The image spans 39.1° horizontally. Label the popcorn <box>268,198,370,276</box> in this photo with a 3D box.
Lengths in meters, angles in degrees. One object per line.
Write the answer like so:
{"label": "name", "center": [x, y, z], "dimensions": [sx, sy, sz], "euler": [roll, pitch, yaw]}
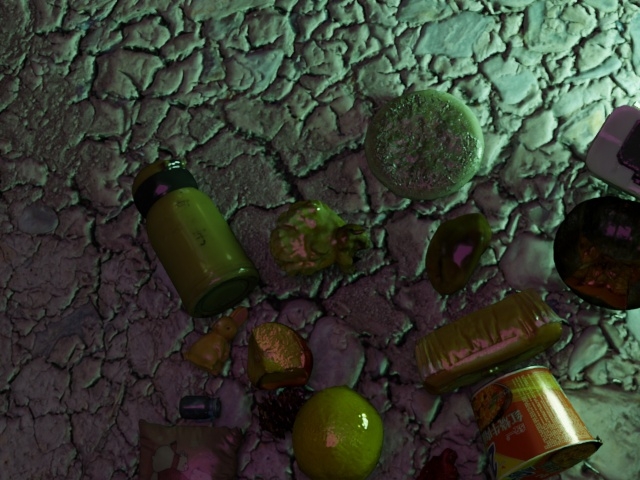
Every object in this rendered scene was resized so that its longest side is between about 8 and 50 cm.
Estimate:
{"label": "popcorn", "center": [-0.006, 0.006, 1.862], "dimensions": [0.195, 0.173, 0.168], "euler": [24, 46, 17]}

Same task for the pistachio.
{"label": "pistachio", "center": [0.277, 0.018, 1.839], "dimensions": [0.110, 0.100, 0.189], "euler": [30, 82, 13]}

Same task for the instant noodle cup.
{"label": "instant noodle cup", "center": [0.386, 0.342, 1.672], "dimensions": [0.213, 0.213, 0.174], "euler": [-22, 62, 3]}

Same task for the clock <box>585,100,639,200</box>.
{"label": "clock", "center": [0.638, -0.157, 1.728], "dimensions": [0.235, 0.309, 0.166], "euler": [30, 103, 10]}

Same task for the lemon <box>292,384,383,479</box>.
{"label": "lemon", "center": [0.035, 0.374, 1.732], "dimensions": [0.178, 0.178, 0.203], "euler": [4, 61, 12]}

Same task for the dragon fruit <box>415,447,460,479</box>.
{"label": "dragon fruit", "center": [0.233, 0.466, 1.724], "dimensions": [0.097, 0.063, 0.131], "euler": [33, 81, 18]}

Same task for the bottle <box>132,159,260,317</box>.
{"label": "bottle", "center": [-0.281, -0.019, 1.921], "dimensions": [0.172, 0.171, 0.351], "euler": [-32, 67, -1]}

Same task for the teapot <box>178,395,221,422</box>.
{"label": "teapot", "center": [-0.249, 0.345, 1.851], "dimensions": [0.083, 0.063, 0.049], "euler": [-2, 92, 9]}

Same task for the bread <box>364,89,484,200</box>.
{"label": "bread", "center": [0.222, -0.212, 1.954], "dimensions": [0.267, 0.040, 0.266], "euler": [-3, 72, 10]}

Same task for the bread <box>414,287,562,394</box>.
{"label": "bread", "center": [0.318, 0.200, 1.748], "dimensions": [0.288, 0.152, 0.119], "euler": [-25, 64, 1]}

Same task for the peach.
{"label": "peach", "center": [-0.082, 0.232, 1.829], "dimensions": [0.151, 0.118, 0.151], "euler": [-6, 83, 54]}

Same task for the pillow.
{"label": "pillow", "center": [-0.272, 0.478, 1.802], "dimensions": [0.223, 0.084, 0.236], "euler": [-2, 70, 11]}

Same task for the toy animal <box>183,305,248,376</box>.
{"label": "toy animal", "center": [-0.213, 0.198, 1.892], "dimensions": [0.083, 0.070, 0.159], "euler": [28, 75, 19]}

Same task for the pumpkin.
{"label": "pumpkin", "center": [0.563, 0.021, 1.725], "dimensions": [0.238, 0.238, 0.159], "euler": [26, 48, 17]}

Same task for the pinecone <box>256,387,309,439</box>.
{"label": "pinecone", "center": [-0.074, 0.343, 1.809], "dimensions": [0.109, 0.102, 0.102], "euler": [-32, 68, -26]}
